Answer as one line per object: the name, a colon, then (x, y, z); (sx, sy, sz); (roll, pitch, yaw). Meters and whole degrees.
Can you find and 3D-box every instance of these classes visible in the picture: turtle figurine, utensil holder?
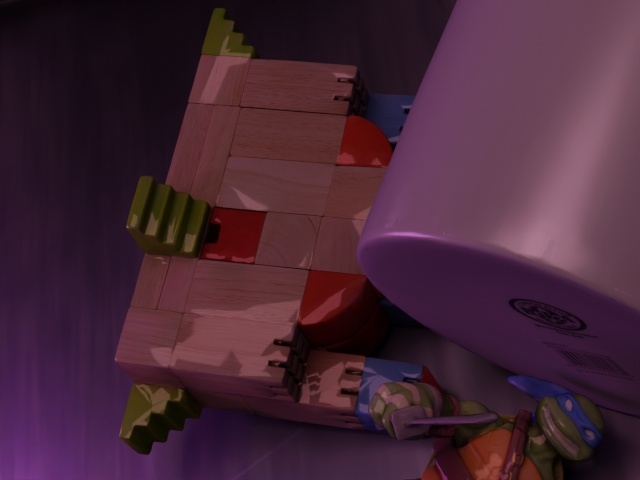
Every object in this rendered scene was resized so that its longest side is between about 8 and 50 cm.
turtle figurine: (0.077, 0.208, 1.065); (0.266, 0.198, 0.275); (-38, 26, 19)
utensil holder: (0.234, -0.102, 1.095); (0.327, 0.327, 0.386); (15, 72, 33)

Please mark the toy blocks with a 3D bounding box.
toy blocks: (0.000, 0.000, 1.275); (0.260, 0.191, 0.381); (6, 66, 17)
